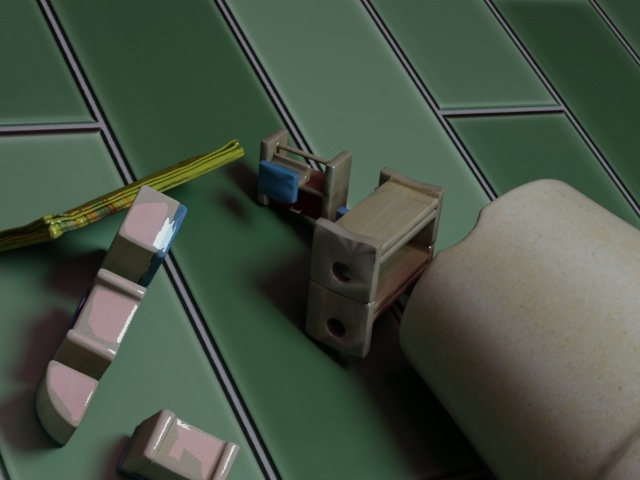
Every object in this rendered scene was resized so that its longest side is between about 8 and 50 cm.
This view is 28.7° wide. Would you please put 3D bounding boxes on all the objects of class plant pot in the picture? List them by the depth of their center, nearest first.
[{"bbox_3d":[0.246,0.121,1.096,0.334,0.334,0.305,-15,49,-41],"label":"plant pot"}]

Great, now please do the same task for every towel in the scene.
[{"bbox_3d":[-0.179,-0.042,1.111,0.237,0.102,0.021,-28,104,-46],"label":"towel"}]

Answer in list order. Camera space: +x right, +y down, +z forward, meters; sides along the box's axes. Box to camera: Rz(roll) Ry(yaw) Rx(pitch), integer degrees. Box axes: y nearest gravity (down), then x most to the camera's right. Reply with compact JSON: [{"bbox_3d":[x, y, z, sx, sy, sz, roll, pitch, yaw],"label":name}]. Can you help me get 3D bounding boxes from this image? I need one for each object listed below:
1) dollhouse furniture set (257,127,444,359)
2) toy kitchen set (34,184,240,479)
[{"bbox_3d":[0.000,0.000,1.187,0.184,0.129,0.129,22,36,24],"label":"dollhouse furniture set"},{"bbox_3d":[-0.126,0.095,1.025,0.166,0.122,0.207,27,62,-8],"label":"toy kitchen set"}]
